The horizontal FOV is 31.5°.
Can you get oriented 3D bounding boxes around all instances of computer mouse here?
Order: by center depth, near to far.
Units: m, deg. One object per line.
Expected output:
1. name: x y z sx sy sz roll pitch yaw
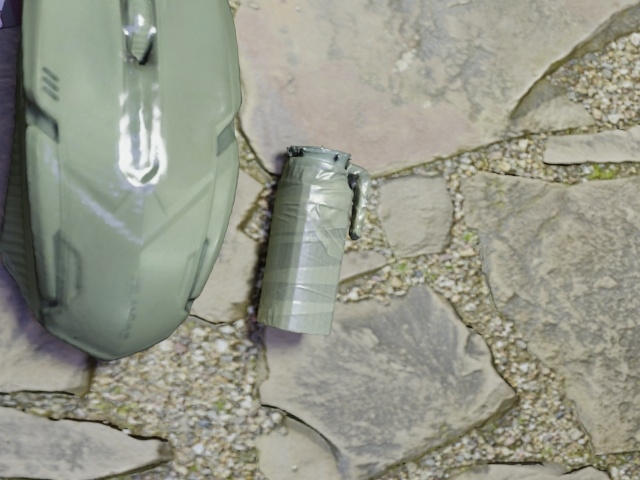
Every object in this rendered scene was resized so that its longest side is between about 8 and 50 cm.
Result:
1. computer mouse: -0.184 -0.090 1.100 0.228 0.145 0.429 1 94 -23

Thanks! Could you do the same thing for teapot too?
1. teapot: 0.000 0.000 1.232 0.107 0.077 0.200 9 91 -30

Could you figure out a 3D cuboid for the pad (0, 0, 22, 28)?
1. pad: -0.381 -0.285 1.063 0.299 0.005 0.202 -17 101 -24
